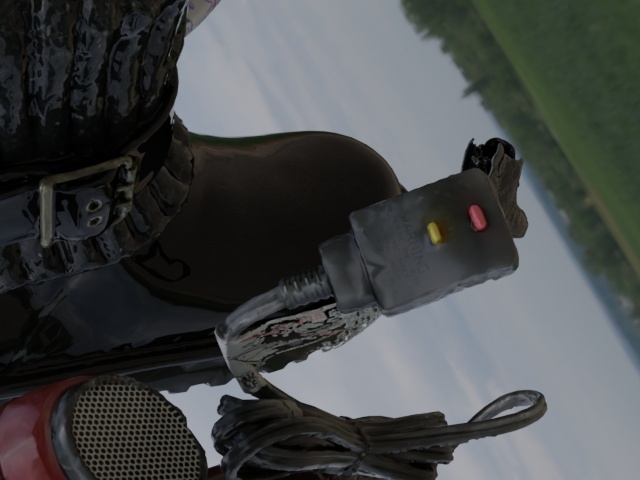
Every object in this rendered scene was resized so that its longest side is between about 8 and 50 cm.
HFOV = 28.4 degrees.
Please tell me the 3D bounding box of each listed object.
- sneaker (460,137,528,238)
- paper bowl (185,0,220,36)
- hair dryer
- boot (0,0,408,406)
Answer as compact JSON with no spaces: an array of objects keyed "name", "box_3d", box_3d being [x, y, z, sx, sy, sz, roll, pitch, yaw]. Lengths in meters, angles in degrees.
[{"name":"sneaker","box_3d":[0.155,-0.047,1.108,0.051,0.089,0.170,19,-168,22]},{"name":"paper bowl","box_3d":[-0.151,-0.291,0.950,0.148,0.284,0.284,28,-176,16]},{"name":"hair dryer","box_3d":[-0.044,0.107,0.441,0.223,0.293,0.080,71,172,-58]},{"name":"boot","box_3d":[-0.075,-0.054,0.591,0.131,0.348,0.260,44,137,36]}]
